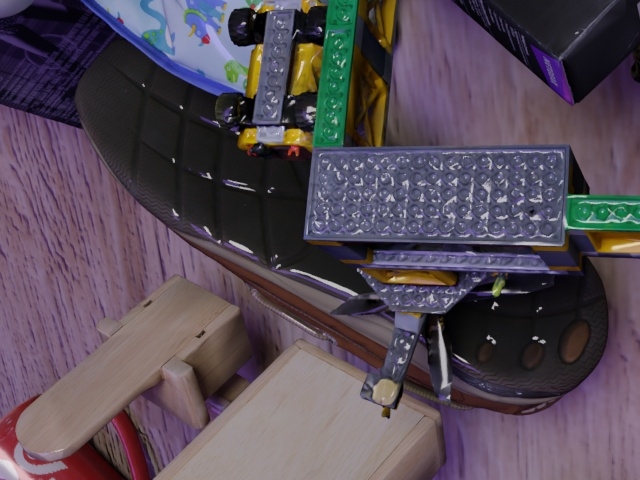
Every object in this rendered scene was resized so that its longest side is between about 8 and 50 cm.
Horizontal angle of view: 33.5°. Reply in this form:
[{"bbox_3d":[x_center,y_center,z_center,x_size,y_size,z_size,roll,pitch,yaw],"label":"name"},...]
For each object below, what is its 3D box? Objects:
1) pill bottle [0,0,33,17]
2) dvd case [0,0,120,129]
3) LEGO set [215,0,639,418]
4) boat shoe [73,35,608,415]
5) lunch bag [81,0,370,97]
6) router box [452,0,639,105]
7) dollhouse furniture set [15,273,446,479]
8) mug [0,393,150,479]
[{"bbox_3d":[-0.161,-0.169,0.487,0.103,0.103,0.184,39,110,13],"label":"pill bottle"},{"bbox_3d":[-0.187,-0.138,0.630,0.164,0.221,0.018,-35,51,42],"label":"dvd case"},{"bbox_3d":[0.145,-0.061,0.447,0.331,0.192,0.255,-6,76,20],"label":"LEGO set"},{"bbox_3d":[0.000,0.000,0.602,0.324,0.122,0.120,35,158,14],"label":"boat shoe"},{"bbox_3d":[-0.048,-0.144,0.557,0.151,0.129,0.096,24,122,27],"label":"lunch bag"},{"bbox_3d":[0.100,-0.155,0.355,0.179,0.046,0.133,-44,67,6],"label":"router box"},{"bbox_3d":[-0.017,0.246,0.676,0.303,0.174,0.355,26,143,33],"label":"dollhouse furniture set"},{"bbox_3d":[-0.204,0.216,0.879,0.169,0.113,0.150,41,133,7],"label":"mug"}]
